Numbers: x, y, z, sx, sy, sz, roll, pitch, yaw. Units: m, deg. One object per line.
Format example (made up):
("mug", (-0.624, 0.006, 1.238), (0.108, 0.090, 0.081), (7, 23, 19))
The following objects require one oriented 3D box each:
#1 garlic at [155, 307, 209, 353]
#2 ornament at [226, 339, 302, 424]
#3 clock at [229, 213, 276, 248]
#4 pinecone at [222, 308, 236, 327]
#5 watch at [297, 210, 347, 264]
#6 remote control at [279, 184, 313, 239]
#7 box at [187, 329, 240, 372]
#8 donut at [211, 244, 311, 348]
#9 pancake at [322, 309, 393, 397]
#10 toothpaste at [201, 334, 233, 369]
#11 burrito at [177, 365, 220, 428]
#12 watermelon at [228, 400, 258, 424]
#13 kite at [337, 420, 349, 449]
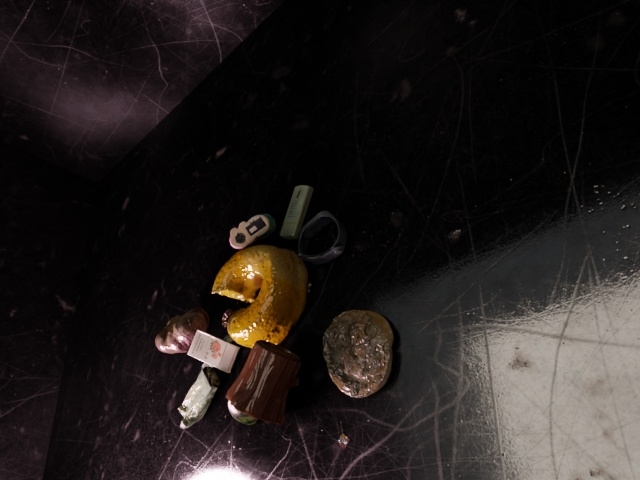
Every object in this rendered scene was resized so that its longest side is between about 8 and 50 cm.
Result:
("garlic", (-0.583, 0.404, 2.007), (0.245, 0.160, 0.245), (-25, 12, 6))
("ornament", (-0.180, 0.471, 1.575), (0.221, 0.235, 0.217), (22, 83, 23))
("clock", (-0.275, -0.034, 1.940), (0.194, 0.195, 0.100), (-34, 87, 0))
("pinecone", (-0.371, 0.322, 1.918), (0.077, 0.077, 0.083), (-48, 45, 16))
("watch", (0.000, 0.000, 1.724), (0.206, 0.068, 0.192), (-38, 47, 22))
("remote control", (-0.098, -0.116, 1.898), (0.098, 0.038, 0.233), (3, 71, 45))
("box", (-0.431, 0.445, 1.877), (0.199, 0.029, 0.109), (19, 83, 16))
("donut", (-0.239, 0.180, 1.795), (0.377, 0.164, 0.435), (-50, 43, 12))
("pancake", (0.114, 0.345, 1.450), (0.283, 0.049, 0.282), (-20, 58, 36))
("toothpaste", (-0.433, 0.476, 1.932), (0.205, 0.036, 0.056), (-52, 50, 16))
("burrito", (-0.486, 0.635, 1.867), (0.228, 0.089, 0.144), (-59, 28, 3))
("watermelon", (-0.271, 0.606, 1.676), (0.094, 0.125, 0.135), (-76, -1, -52))
("kite", (0.063, 0.593, 1.410), (0.044, 0.002, 0.078), (-45, 46, 18))
